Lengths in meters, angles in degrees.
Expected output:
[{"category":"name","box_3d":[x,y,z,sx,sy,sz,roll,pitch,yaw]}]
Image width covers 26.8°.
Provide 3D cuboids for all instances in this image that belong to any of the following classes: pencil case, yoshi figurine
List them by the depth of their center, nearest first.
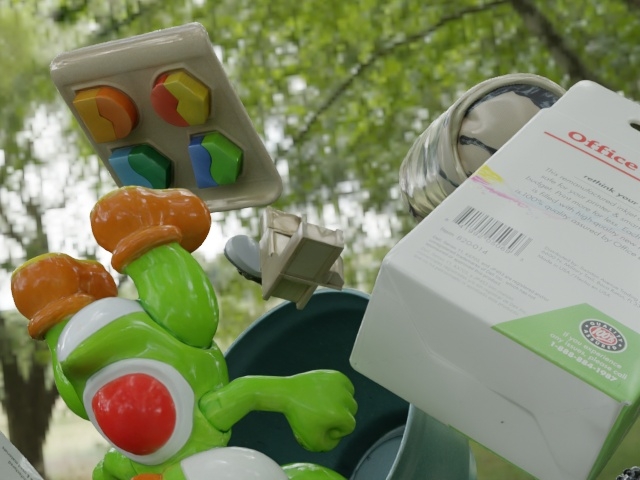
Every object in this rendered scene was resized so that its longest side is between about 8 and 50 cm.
[{"category":"yoshi figurine","box_3d":[-0.079,0.147,1.010,0.203,0.362,0.203,-19,-26,-22]},{"category":"pencil case","box_3d":[0.208,-0.089,1.622,0.183,0.160,0.410,6,-4,-3]}]

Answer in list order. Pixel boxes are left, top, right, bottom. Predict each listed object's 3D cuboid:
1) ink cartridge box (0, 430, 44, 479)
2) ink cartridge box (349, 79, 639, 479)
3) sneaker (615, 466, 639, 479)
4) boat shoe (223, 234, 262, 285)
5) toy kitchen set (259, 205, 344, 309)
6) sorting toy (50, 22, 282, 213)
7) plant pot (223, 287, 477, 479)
[{"category":"ink cartridge box","box_3d":[-0.585,0.481,1.879,0.285,0.166,0.395,-20,29,27]},{"category":"ink cartridge box","box_3d":[0.207,0.021,1.075,0.207,0.119,0.353,31,43,19]},{"category":"sneaker","box_3d":[0.459,0.378,1.689,0.106,0.078,0.234,33,10,-39]},{"category":"boat shoe","box_3d":[-0.081,0.033,1.667,0.040,0.049,0.142,-27,-29,23]},{"category":"toy kitchen set","box_3d":[0.000,0.000,1.002,0.068,0.083,0.075,15,-47,-20]},{"category":"sorting toy","box_3d":[-0.160,-0.110,1.372,0.193,0.208,0.038,-7,34,28]},{"category":"plant pot","box_3d":[0.030,0.218,1.308,0.293,0.293,0.196,-12,-35,40]}]
